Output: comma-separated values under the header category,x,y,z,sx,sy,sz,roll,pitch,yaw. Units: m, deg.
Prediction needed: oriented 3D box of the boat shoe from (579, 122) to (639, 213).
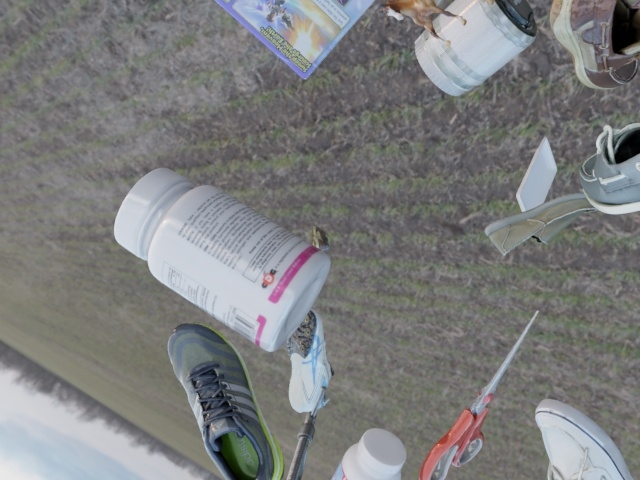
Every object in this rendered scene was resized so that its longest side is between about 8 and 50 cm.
category,x,y,z,sx,sy,sz,roll,pitch,yaw
boat shoe,0.349,-0.092,0.654,0.099,0.116,0.319,53,-174,-6

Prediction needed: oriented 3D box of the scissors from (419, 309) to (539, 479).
category,x,y,z,sx,sy,sz,roll,pitch,yaw
scissors,0.188,0.207,0.763,0.021,0.109,0.297,49,143,38

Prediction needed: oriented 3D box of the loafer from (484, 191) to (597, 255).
category,x,y,z,sx,sy,sz,roll,pitch,yaw
loafer,0.499,-0.034,1.398,0.251,0.087,0.094,-21,168,16

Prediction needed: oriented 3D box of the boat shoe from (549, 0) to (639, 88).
category,x,y,z,sx,sy,sz,roll,pitch,yaw
boat shoe,0.515,-0.348,1.089,0.123,0.123,0.342,20,180,40

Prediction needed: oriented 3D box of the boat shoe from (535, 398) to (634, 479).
category,x,y,z,sx,sy,sz,roll,pitch,yaw
boat shoe,0.527,0.495,1.263,0.367,0.156,0.136,54,151,-16

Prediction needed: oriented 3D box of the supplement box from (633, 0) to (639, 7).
category,x,y,z,sx,sy,sz,roll,pitch,yaw
supplement box,0.845,-0.576,1.705,0.081,0.104,0.188,54,140,5

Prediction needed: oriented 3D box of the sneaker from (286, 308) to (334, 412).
category,x,y,z,sx,sy,sz,roll,pitch,yaw
sneaker,-0.015,0.224,1.190,0.085,0.086,0.237,43,138,47

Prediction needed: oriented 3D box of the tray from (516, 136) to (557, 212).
category,x,y,z,sx,sy,sz,roll,pitch,yaw
tray,0.668,-0.182,1.947,0.030,0.270,0.145,4,140,40

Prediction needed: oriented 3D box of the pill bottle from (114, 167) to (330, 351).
category,x,y,z,sx,sy,sz,roll,pitch,yaw
pill bottle,-0.142,0.020,0.901,0.283,0.160,0.160,31,158,11

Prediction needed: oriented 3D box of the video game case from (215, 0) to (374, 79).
category,x,y,z,sx,sy,sz,roll,pitch,yaw
video game case,-0.039,-0.370,0.721,0.269,0.244,0.061,38,-163,-19

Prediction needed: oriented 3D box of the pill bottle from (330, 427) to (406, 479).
category,x,y,z,sx,sy,sz,roll,pitch,yaw
pill bottle,0.061,0.348,0.895,0.087,0.087,0.160,28,118,12

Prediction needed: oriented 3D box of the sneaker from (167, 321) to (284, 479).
category,x,y,z,sx,sy,sz,roll,pitch,yaw
sneaker,-0.149,0.261,0.976,0.300,0.111,0.121,58,176,7

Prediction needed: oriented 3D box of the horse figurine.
category,x,y,z,sx,sy,sz,roll,pitch,yaw
horse figurine,0.277,-0.542,1.408,0.174,0.263,0.066,36,161,21

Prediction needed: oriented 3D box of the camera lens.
category,x,y,z,sx,sy,sz,roll,pitch,yaw
camera lens,0.421,-0.552,1.690,0.219,0.219,0.274,40,132,-15

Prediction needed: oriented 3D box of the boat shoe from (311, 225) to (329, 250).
category,x,y,z,sx,sy,sz,roll,pitch,yaw
boat shoe,0.000,0.000,1.702,0.049,0.152,0.056,2,111,-2

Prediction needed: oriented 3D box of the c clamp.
category,x,y,z,sx,sy,sz,roll,pitch,yaw
c clamp,-0.032,0.257,0.675,0.022,0.161,0.137,16,133,4
